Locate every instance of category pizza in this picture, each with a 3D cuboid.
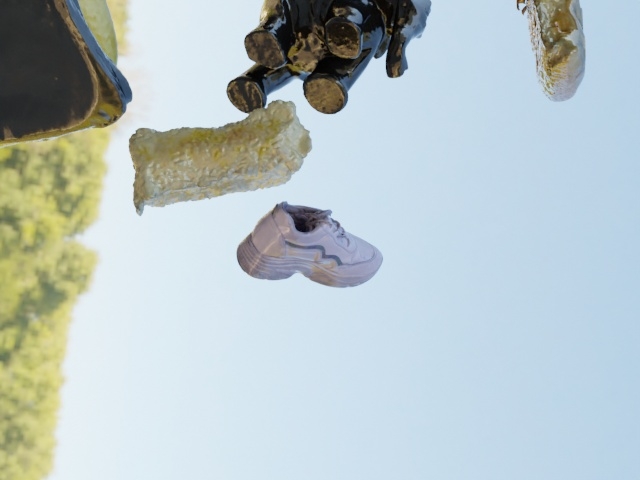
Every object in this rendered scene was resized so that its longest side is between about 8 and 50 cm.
[{"bbox_3d":[0.306,-0.330,1.594,0.189,0.071,0.297,66,13,-64],"label":"pizza"}]

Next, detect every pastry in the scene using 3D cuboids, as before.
[{"bbox_3d":[-0.142,-0.119,1.636,0.089,0.259,0.121,123,-47,-77],"label":"pastry"}]

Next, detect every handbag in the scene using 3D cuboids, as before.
[{"bbox_3d":[-0.362,-0.187,1.278,0.332,0.191,0.075,-7,-145,33],"label":"handbag"}]

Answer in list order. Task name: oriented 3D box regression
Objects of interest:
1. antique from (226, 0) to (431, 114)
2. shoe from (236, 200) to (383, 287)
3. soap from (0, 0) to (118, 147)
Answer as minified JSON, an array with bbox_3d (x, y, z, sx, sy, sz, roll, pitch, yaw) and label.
[{"bbox_3d":[0.019,-0.332,1.826,0.255,0.322,0.185,-56,134,-41],"label":"antique"},{"bbox_3d":[0.000,0.000,1.847,0.137,0.245,0.095,-55,-140,44],"label":"shoe"},{"bbox_3d":[-0.520,-0.291,1.820,0.115,0.427,0.306,-46,118,-74],"label":"soap"}]
